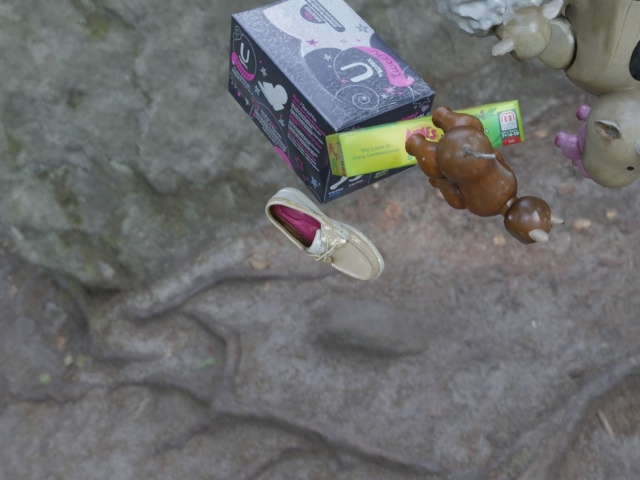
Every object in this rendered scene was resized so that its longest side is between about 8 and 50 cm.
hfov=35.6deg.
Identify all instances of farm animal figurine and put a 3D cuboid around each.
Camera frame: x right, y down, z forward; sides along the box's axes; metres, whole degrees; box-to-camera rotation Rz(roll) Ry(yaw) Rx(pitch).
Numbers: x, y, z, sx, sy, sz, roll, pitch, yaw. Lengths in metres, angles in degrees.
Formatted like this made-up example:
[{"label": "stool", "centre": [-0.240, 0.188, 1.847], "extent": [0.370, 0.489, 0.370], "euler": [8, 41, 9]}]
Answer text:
[{"label": "farm animal figurine", "centre": [0.239, -0.138, 0.761], "extent": [0.330, 0.327, 0.172], "euler": [-25, 40, -21]}]

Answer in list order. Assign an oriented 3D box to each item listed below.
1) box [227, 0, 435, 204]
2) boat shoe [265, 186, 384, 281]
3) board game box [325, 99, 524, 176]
[{"label": "box", "centre": [0.009, -0.200, 1.318], "extent": [0.163, 0.142, 0.247], "euler": [-24, 59, -25]}, {"label": "boat shoe", "centre": [0.000, 0.000, 1.248], "extent": [0.170, 0.063, 0.059], "euler": [35, 28, 11]}, {"label": "board game box", "centre": [0.103, -0.103, 1.010], "extent": [0.181, 0.043, 0.092], "euler": [-12, 7, -7]}]
